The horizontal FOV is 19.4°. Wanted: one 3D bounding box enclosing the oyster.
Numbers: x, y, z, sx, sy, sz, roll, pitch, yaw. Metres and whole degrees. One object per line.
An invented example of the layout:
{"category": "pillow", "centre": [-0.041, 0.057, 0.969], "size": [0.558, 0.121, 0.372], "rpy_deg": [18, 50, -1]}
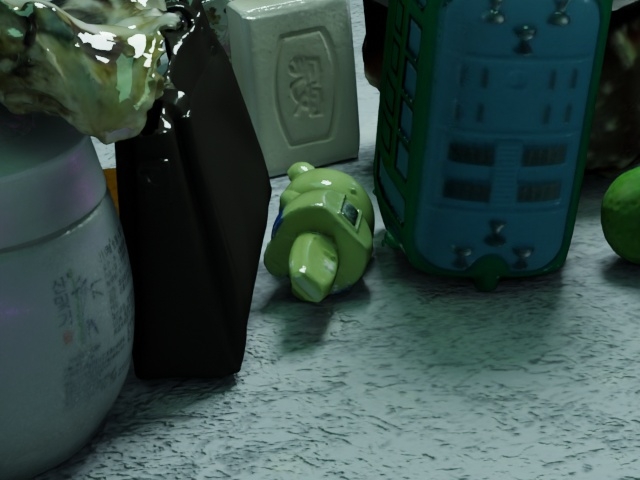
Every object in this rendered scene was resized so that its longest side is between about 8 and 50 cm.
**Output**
{"category": "oyster", "centre": [-0.220, -0.154, 1.410], "size": [0.238, 0.115, 0.351], "rpy_deg": [5, 17, -37]}

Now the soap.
{"category": "soap", "centre": [-0.027, -0.166, 1.937], "size": [0.121, 0.183, 0.064], "rpy_deg": [-14, 25, -19]}

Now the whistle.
{"category": "whistle", "centre": [0.000, 0.000, 1.661], "size": [0.085, 0.105, 0.227], "rpy_deg": [-41, 13, 20]}

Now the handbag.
{"category": "handbag", "centre": [-0.116, -0.053, 1.568], "size": [0.113, 0.257, 0.285], "rpy_deg": [-3, 33, 7]}

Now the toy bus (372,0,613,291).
{"category": "toy bus", "centre": [0.150, -0.128, 1.632], "size": [0.183, 0.343, 0.199], "rpy_deg": [0, 32, -6]}

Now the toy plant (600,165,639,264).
{"category": "toy plant", "centre": [0.361, -0.048, 1.627], "size": [0.218, 0.175, 0.235], "rpy_deg": [-19, 0, -16]}

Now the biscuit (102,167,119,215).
{"category": "biscuit", "centre": [-0.246, -0.018, 1.807], "size": [0.278, 0.043, 0.301], "rpy_deg": [-24, 32, -36]}

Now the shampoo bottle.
{"category": "shampoo bottle", "centre": [-0.280, 0.030, 1.422], "size": [0.273, 0.266, 0.273], "rpy_deg": [-3, 22, 1]}

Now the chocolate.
{"category": "chocolate", "centre": [0.209, -0.167, 1.866], "size": [0.340, 0.210, 0.225], "rpy_deg": [3, 31, 20]}

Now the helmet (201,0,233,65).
{"category": "helmet", "centre": [-0.108, -0.246, 2.246], "size": [0.177, 0.107, 0.153], "rpy_deg": [2, 12, -37]}
